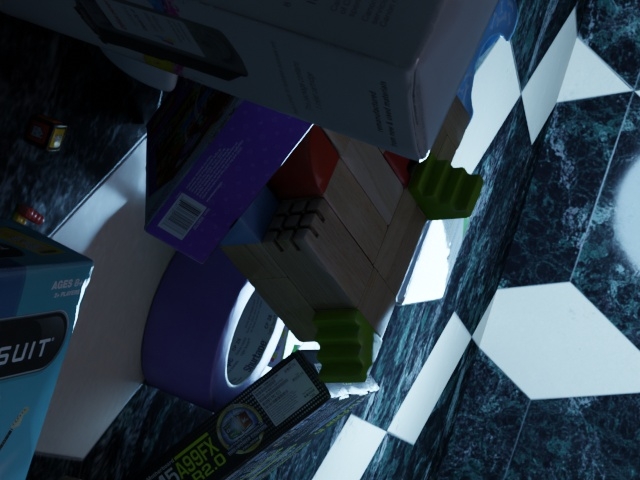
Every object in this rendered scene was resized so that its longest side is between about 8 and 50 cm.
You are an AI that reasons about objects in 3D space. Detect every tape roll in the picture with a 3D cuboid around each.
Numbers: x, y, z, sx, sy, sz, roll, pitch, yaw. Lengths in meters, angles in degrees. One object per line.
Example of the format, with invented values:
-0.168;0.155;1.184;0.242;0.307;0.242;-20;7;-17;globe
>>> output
-0.100;0.076;1.335;0.189;0.080;0.189;-58;161;-33;tape roll

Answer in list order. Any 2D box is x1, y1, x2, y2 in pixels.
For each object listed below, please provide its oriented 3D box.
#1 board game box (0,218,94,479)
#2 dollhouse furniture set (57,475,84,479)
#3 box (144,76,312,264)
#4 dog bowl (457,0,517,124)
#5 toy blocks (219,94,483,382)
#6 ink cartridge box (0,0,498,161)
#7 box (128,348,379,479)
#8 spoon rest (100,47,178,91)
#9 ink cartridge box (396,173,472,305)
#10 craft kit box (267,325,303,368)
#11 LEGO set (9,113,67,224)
-0.281;0.158;0.769;0.254;0.079;0.336;-5;117;-65;board game box
-0.144;0.421;1.021;0.362;0.394;0.256;-39;137;-61;dollhouse furniture set
-0.029;-0.146;0.989;0.293;0.057;0.201;-50;-158;18;box
0.123;-0.234;1.539;0.297;0.166;0.074;-62;158;-24;dog bowl
0.003;-0.098;1.217;0.261;0.191;0.381;52;48;-36;toy blocks
-0.037;-0.210;0.787;0.226;0.306;0.131;-64;163;-16;ink cartridge box
-0.081;0.215;1.366;0.270;0.060;0.216;-39;168;10;box
-0.108;-0.211;1.003;0.276;0.084;0.137;-70;172;-54;spoon rest
0.129;-0.020;1.896;0.278;0.117;0.201;2;107;-74;ink cartridge box
0.000;0.000;1.619;0.246;0.061;0.249;-44;150;-61;craft kit box
-0.237;0.015;0.863;0.244;0.060;0.182;-51;159;-49;LEGO set
